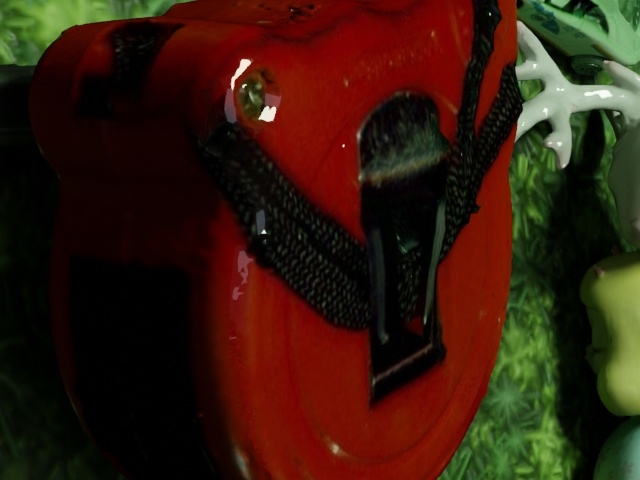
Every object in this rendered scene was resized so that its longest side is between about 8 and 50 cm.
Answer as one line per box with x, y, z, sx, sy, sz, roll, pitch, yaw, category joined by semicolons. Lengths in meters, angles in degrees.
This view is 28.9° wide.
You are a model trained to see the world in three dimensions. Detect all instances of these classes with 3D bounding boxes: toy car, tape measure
0.153;-0.167;0.782;0.186;0.058;0.093;20;74;-42;toy car
0.000;0.000;0.548;0.253;0.114;0.260;-26;116;-50;tape measure

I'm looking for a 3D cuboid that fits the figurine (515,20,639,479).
0.207;0.013;0.730;0.284;0.206;0.316;-15;94;-54;figurine

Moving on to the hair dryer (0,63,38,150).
-0.153;-0.076;0.476;0.248;0.078;0.195;-9;92;-54;hair dryer
